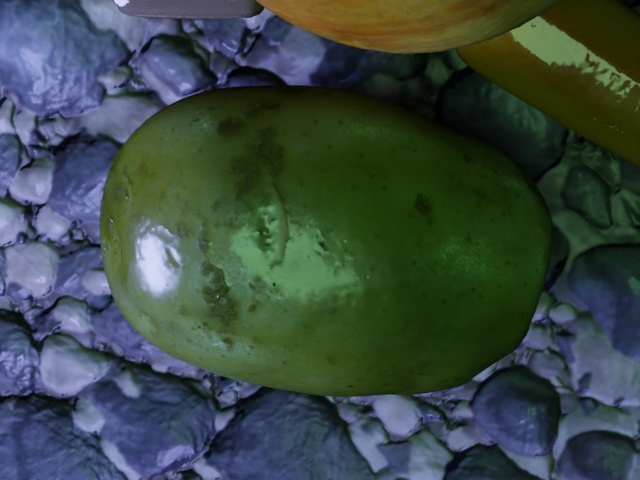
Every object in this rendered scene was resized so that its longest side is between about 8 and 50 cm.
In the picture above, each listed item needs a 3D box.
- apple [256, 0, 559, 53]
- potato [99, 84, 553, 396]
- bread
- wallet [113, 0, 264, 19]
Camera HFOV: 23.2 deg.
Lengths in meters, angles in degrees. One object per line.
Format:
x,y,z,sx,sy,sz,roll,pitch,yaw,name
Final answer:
0.044,-0.246,0.900,0.233,0.286,0.286,-6,113,20,apple
-0.001,0.003,1.053,0.304,0.216,0.216,17,116,5,potato
0.206,-0.103,1.040,0.239,0.074,0.092,30,111,-5,bread
-0.094,-0.226,1.056,0.118,0.039,0.153,2,116,7,wallet
